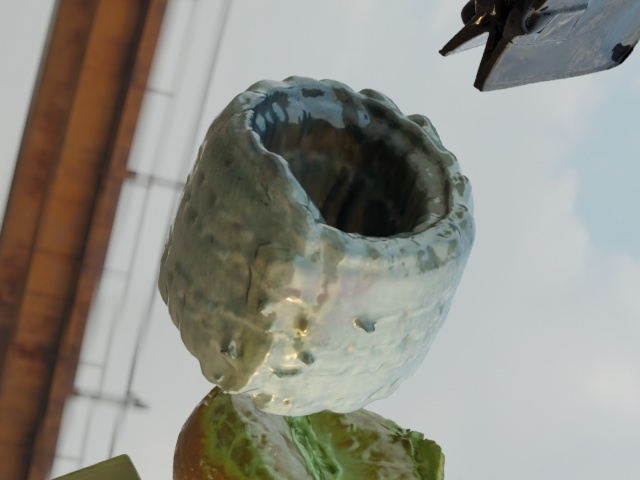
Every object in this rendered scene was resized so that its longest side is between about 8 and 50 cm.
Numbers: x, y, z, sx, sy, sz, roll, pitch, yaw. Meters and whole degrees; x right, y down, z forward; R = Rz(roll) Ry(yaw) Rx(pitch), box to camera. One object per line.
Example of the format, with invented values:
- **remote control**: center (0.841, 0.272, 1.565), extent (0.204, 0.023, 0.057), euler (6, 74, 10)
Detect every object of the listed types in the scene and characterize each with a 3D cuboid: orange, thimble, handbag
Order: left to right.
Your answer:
- **orange**: center (-0.020, 0.219, 1.526), extent (0.158, 0.237, 0.179), euler (-60, -138, 25)
- **thimble**: center (0.000, 0.000, 1.243), extent (0.172, 0.205, 0.250), euler (-67, 174, 30)
- **handbag**: center (0.243, -0.282, 1.563), extent (0.118, 0.269, 0.325), euler (48, -51, 23)

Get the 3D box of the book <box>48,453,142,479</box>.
- **book**: center (-0.150, 0.200, 0.863), extent (0.168, 0.192, 0.013), euler (58, -24, 33)
